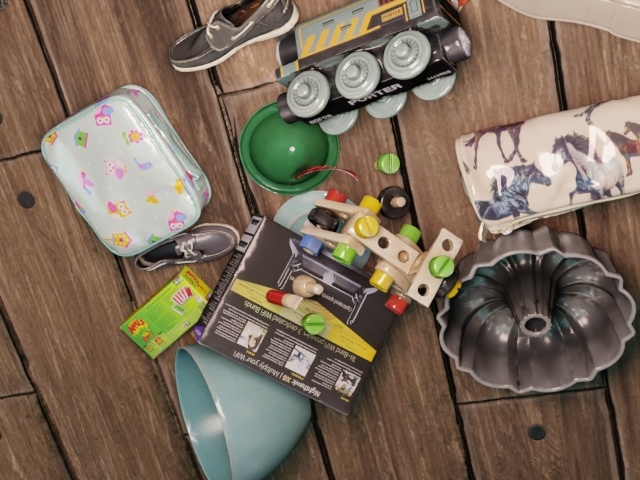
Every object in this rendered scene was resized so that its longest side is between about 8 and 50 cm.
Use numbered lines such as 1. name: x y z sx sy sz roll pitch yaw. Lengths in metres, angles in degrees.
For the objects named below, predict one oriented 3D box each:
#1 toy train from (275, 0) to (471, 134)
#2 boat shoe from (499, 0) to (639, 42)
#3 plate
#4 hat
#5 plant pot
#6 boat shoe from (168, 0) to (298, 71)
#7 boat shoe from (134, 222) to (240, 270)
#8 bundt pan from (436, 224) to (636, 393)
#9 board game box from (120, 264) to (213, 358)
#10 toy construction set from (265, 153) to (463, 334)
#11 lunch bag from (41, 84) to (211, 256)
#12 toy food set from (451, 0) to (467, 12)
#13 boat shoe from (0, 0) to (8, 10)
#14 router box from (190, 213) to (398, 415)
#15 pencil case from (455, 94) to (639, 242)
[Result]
1. toy train: 0.073 -0.294 1.501 0.334 0.142 0.190 -17 70 28
2. boat shoe: 0.390 -0.395 1.458 0.335 0.095 0.112 20 152 5
3. plate: 0.000 0.000 1.736 0.188 0.024 0.188 4 116 9
4. hat: -0.059 -0.133 1.595 0.208 0.183 0.173 -39 104 23
5. plant pot: -0.133 0.312 1.792 0.195 0.290 0.290 -15 116 -23
6. boat shoe: -0.154 -0.350 1.556 0.233 0.084 0.079 -21 149 18
7. boat shoe: -0.250 0.020 1.767 0.206 0.065 0.075 -10 112 14
8. bundt pan: 0.363 0.106 1.641 0.331 0.124 0.331 2 128 3
9. board game box: -0.291 0.139 1.842 0.181 0.043 0.092 -40 102 23
10. toy construction set: 0.081 0.038 1.538 0.309 0.237 0.257 -33 102 -16
11. lunch bag: -0.333 -0.122 1.693 0.224 0.108 0.279 -27 108 16
12. toy food set: 0.192 -0.390 1.522 0.082 0.020 0.083 28 116 -4
13. boat shoe: -0.594 -0.437 1.576 0.187 0.156 0.500 42 126 -15
14. router box: -0.034 0.130 1.675 0.309 0.081 0.243 29 86 -18
15. pencil case: 0.430 -0.123 1.521 0.410 0.160 0.183 -12 87 15
